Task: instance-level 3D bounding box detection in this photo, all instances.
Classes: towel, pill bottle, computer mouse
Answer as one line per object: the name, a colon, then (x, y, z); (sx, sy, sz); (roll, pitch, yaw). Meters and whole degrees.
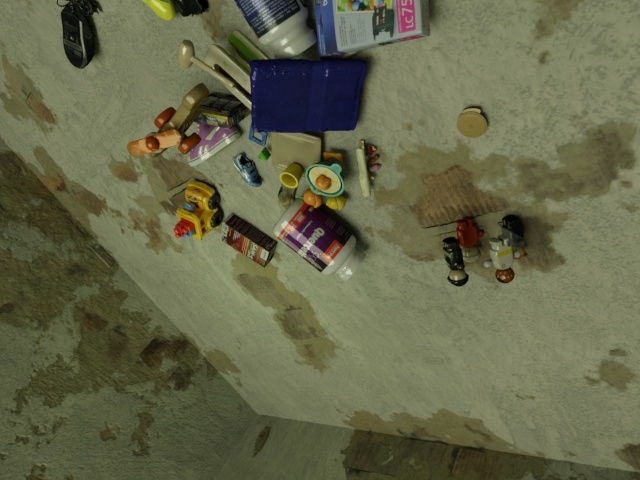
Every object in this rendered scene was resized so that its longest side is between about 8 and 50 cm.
towel: (-0.039, -0.398, 1.297); (0.308, 0.076, 0.227); (-4, 143, -11)
pill bottle: (-0.125, -0.603, 1.221); (0.153, 0.153, 0.264); (-11, 121, 44)
pill bottle: (0.000, 0.000, 1.712); (0.323, 0.181, 0.181); (38, 142, -1)
computer mouse: (-0.866, -0.760, 1.720); (0.189, 0.072, 0.272); (31, 129, 12)

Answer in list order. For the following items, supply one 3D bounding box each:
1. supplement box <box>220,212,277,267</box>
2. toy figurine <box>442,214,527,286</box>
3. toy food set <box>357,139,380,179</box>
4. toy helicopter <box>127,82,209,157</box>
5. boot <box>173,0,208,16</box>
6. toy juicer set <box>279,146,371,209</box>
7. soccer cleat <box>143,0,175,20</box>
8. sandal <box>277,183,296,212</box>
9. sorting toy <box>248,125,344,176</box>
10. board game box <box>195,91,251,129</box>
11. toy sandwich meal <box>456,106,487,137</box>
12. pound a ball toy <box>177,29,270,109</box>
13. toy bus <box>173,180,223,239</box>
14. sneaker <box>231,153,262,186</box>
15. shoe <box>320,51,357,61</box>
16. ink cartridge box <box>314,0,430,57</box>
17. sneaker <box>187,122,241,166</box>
supplement box: (-0.312, 0.001, 2.046); (0.239, 0.073, 0.130); (31, 141, 7)
toy figurine: (0.469, 0.032, 1.355); (0.210, 0.213, 0.148); (-2, 115, 34)
toy food set: (0.152, -0.251, 1.473); (0.078, 0.019, 0.122); (21, 131, 20)
toy helicopter: (-0.439, -0.352, 1.427); (0.140, 0.235, 0.355); (49, 140, -11)
boot: (-0.393, -0.721, 1.400); (0.099, 0.045, 0.121); (6, 139, 37)
toy juicer set: (0.036, -0.171, 1.534); (0.329, 0.089, 0.209); (-6, 133, 39)
soccer cleat: (-0.550, -0.776, 1.404); (0.093, 0.121, 0.289); (-14, 120, 45)
sandal: (-0.128, -0.165, 1.752); (0.072, 0.049, 0.180); (29, 141, 10)
sorting toy: (-0.075, -0.296, 1.578); (0.348, 0.047, 0.196); (20, 143, 15)
board game box: (-0.327, -0.430, 1.565); (0.170, 0.141, 0.048); (18, 138, 25)
toy sandwich meal: (0.390, -0.304, 1.223); (0.086, 0.029, 0.085); (20, 143, 16)
pound a ball toy: (-0.247, -0.469, 1.409); (0.319, 0.208, 0.136); (41, 142, -5)
toy bus: (-0.536, -0.109, 2.000); (0.149, 0.211, 0.220); (24, 139, 19)
sneaker: (-0.267, -0.260, 1.763); (0.144, 0.053, 0.059); (48, 139, -14)
shoe: (0.087, -0.527, 1.220); (0.219, 0.058, 0.076); (-22, 93, 44)
ink cartridge box: (0.101, -0.553, 1.121); (0.311, 0.065, 0.185); (5, 107, 38)
sneaker: (-0.421, -0.385, 1.729); (0.282, 0.102, 0.161); (-24, 109, 37)
